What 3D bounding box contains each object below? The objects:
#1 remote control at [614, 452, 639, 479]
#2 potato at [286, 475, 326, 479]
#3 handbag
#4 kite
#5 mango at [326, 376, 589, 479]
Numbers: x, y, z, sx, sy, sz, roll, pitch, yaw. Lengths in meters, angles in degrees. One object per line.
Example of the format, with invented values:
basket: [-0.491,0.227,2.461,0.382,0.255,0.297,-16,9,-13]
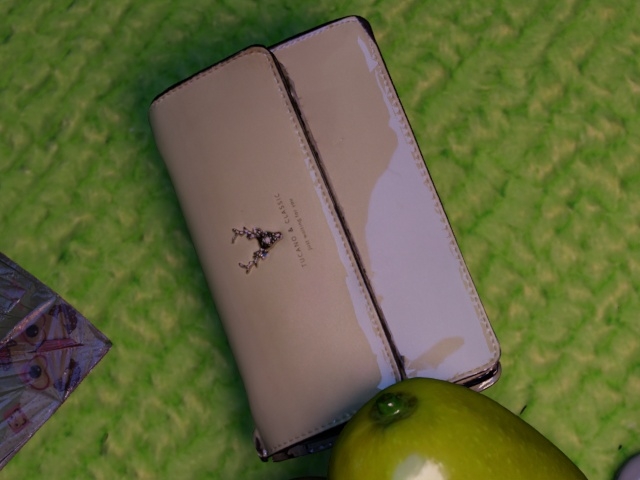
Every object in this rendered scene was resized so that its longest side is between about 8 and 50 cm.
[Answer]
remote control: [0.339,0.308,1.136,0.087,0.047,0.244,-19,77,-5]
potato: [-0.053,0.327,1.080,0.173,0.140,0.300,37,61,11]
handbag: [0.000,0.000,1.176,0.237,0.160,0.358,-22,76,5]
kite: [-0.329,0.115,1.240,0.250,0.012,0.229,-4,75,3]
mango: [0.140,0.248,1.056,0.343,0.156,0.192,37,81,-29]
